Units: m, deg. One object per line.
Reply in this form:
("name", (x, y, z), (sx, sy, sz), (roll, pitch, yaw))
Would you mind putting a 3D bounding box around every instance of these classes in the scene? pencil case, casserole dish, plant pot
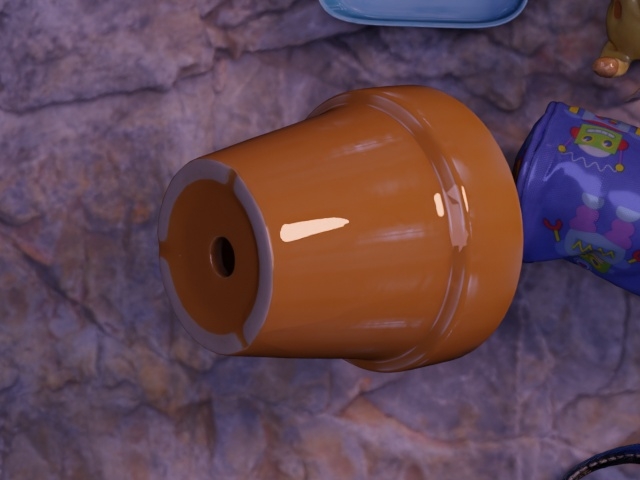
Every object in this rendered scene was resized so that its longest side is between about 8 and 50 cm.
("pencil case", (0.278, 0.007, 0.833), (0.306, 0.133, 0.119), (22, 50, 12))
("casserole dish", (0.082, -0.219, 0.920), (0.188, 0.037, 0.114), (4, 91, 14))
("plant pot", (0.000, 0.000, 0.818), (0.205, 0.188, 0.205), (13, 107, 48))

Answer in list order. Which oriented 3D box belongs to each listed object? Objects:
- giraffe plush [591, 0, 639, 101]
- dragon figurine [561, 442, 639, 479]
("giraffe plush", (0.241, -0.225, 0.838), (0.210, 0.181, 0.170), (-43, 67, 44))
("dragon figurine", (0.303, 0.161, 0.811), (0.289, 0.144, 0.085), (3, 90, 13))
